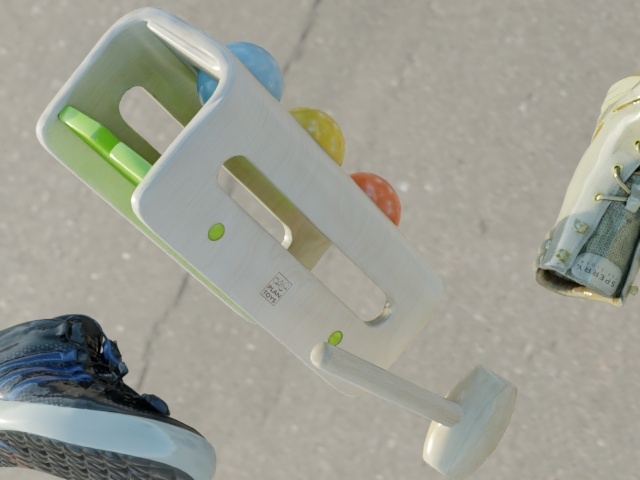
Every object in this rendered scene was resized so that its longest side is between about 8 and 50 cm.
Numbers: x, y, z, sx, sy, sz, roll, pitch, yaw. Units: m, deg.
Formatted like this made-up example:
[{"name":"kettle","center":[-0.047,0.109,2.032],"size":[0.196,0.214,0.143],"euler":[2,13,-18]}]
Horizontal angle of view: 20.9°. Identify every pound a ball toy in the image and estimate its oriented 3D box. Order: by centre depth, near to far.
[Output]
[{"name":"pound a ball toy","center":[0.000,0.000,1.105],"size":[0.136,0.319,0.208],"euler":[-51,46,-5]}]

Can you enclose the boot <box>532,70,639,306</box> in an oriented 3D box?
[{"name":"boot","center":[0.216,-0.040,1.149],"size":[0.165,0.077,0.213],"euler":[-62,8,-12]}]

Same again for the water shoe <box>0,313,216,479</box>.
[{"name":"water shoe","center":[-0.123,0.070,0.834],"size":[0.203,0.073,0.080],"euler":[5,61,41]}]
